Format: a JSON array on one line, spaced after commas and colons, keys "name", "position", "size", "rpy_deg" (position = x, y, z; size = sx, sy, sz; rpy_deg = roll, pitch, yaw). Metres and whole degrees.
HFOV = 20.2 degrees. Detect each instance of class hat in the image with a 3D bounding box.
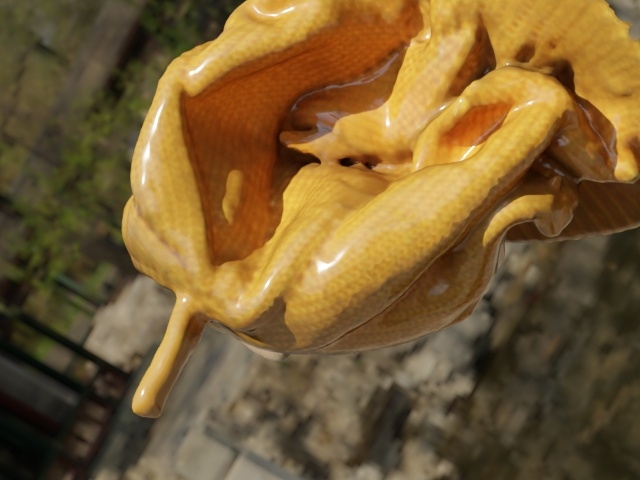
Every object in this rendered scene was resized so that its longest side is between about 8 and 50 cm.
[{"name": "hat", "position": [0.000, 0.000, 0.797], "size": [0.233, 0.244, 0.233], "rpy_deg": [-48, -20, -28]}]

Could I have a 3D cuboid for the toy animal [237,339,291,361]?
[{"name": "toy animal", "position": [0.007, -0.043, 1.102], "size": [0.250, 0.154, 0.166], "rpy_deg": [-33, -33, -26]}]
